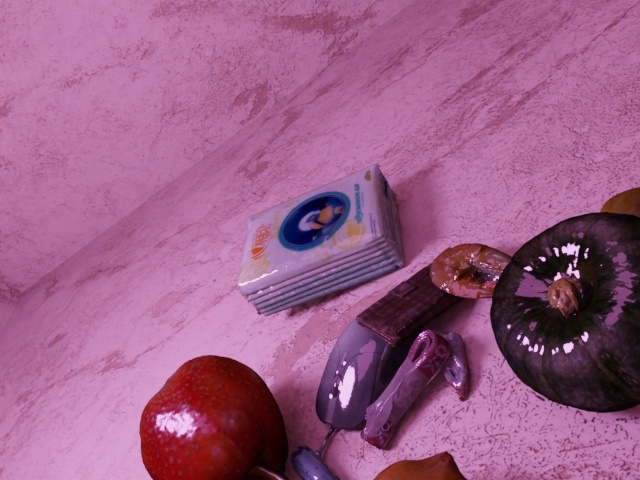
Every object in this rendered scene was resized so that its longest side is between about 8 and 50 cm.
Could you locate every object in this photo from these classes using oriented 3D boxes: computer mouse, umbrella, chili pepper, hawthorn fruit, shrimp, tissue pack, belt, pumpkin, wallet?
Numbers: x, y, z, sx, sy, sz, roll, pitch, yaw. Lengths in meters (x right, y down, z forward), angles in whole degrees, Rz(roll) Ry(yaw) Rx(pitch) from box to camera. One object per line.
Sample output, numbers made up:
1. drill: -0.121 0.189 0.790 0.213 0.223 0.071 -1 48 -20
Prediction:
1. computer mouse: 0.067 0.263 1.199 0.167 0.090 0.379 0 52 51
2. umbrella: 0.021 0.442 1.042 0.250 0.052 0.053 34 95 51
3. chili pepper: 0.241 0.217 1.093 0.153 0.041 0.050 -84 14 -49
4. hawthorn fruit: -0.180 0.386 1.170 0.368 0.285 0.285 14 62 46
5. shrimp: 0.324 0.069 1.130 0.267 0.061 0.145 19 44 38
6. tissue pack: 0.000 0.000 1.504 0.387 0.162 0.287 -21 37 19
7. belt: 0.151 0.266 1.094 0.232 0.053 0.071 -55 24 0
8. pumpkin: 0.389 0.099 0.886 0.300 0.207 0.300 -37 41 41
9. wallet: 0.191 0.121 1.192 0.230 0.042 0.124 -33 31 -24

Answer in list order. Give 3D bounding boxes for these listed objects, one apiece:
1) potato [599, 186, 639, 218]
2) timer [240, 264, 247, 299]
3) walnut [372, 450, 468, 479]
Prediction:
1. potato: 0.550 -0.019 0.960 0.160 0.111 0.272 -43 29 4
2. timer: -0.175 0.114 1.650 0.107 0.109 0.107 -30 33 22
3. walnut: 0.128 0.422 0.814 0.203 0.203 0.298 -4 44 48
